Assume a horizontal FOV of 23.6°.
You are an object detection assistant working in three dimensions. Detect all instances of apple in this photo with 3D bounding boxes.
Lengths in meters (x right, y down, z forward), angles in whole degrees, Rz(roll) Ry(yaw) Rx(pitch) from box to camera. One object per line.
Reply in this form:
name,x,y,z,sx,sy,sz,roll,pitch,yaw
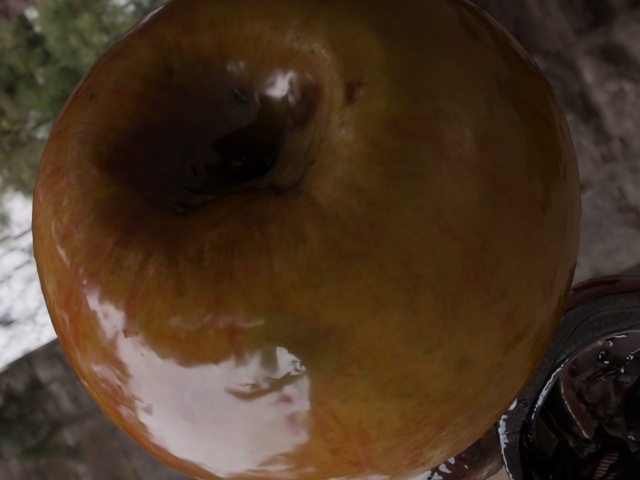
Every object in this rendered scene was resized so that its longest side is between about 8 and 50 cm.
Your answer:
apple,0.000,0.000,0.835,0.275,0.299,0.299,65,-176,-55

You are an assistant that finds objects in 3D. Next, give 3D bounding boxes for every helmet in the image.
helmet,0.237,0.115,1.241,0.154,0.198,0.253,-93,3,-62

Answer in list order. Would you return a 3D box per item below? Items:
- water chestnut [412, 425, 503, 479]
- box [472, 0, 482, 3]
water chestnut,0.170,0.136,1.806,0.335,0.346,0.335,-172,90,-81
box,0.211,-0.401,1.916,0.168,0.259,0.071,54,-170,-33
